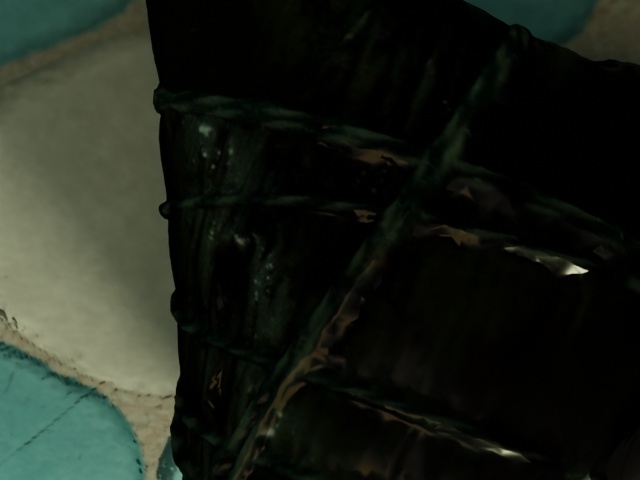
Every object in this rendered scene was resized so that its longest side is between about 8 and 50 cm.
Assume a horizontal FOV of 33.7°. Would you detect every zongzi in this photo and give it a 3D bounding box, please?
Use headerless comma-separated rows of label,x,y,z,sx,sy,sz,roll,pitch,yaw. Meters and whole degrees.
zongzi,0.000,0.000,0.491,0.362,0.319,0.383,34,94,-6

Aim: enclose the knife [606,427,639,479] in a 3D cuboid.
knife,0.133,0.162,0.565,0.038,0.132,0.398,35,137,6
